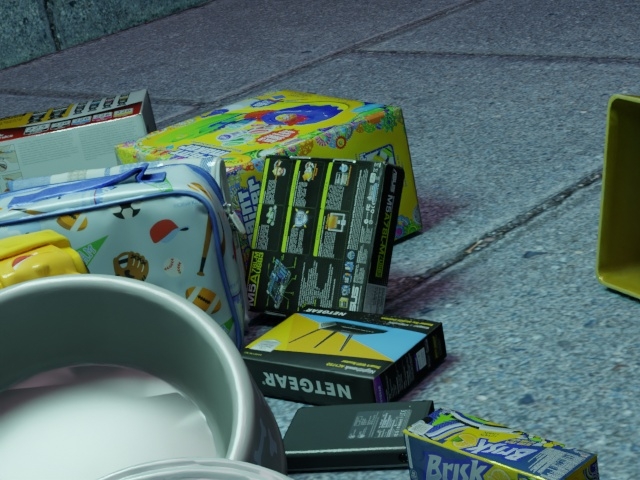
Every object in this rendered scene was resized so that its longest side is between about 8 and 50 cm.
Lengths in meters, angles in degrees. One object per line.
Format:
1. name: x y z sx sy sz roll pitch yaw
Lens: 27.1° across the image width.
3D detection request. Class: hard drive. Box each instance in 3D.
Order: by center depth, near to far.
1. hard drive: 0.033 0.181 1.235 0.135 0.022 0.094 -5 20 16

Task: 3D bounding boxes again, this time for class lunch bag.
1. lunch bag: -0.227 0.038 1.439 0.303 0.243 0.115 -11 20 3

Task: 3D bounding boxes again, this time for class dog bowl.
1. dog bowl: -0.202 0.171 1.062 0.349 0.102 0.348 -1 47 1

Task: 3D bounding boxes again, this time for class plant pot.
1. plant pot: 0.438 -0.040 1.402 0.187 0.212 0.212 -5 15 -27

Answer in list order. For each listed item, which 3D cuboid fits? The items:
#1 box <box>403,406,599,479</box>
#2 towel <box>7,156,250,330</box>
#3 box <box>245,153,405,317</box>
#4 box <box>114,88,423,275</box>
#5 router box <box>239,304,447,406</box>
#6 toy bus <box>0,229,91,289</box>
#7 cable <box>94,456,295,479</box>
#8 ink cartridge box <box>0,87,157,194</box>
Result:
1. box: 0.148 0.191 1.093 0.054 0.059 0.169 -24 24 -36
2. towel: -0.226 0.015 1.559 0.285 0.209 0.034 -5 10 18
3. box: 0.000 0.000 1.520 0.184 0.190 0.045 5 -5 42
4. box: -0.071 -0.070 1.763 0.279 0.177 0.290 -24 23 -31
5. router box: 0.021 0.120 1.375 0.179 0.046 0.133 4 25 36
6. toy bus: -0.245 0.121 1.273 0.149 0.220 0.211 -21 28 -40
7. cable: -0.082 0.255 0.856 0.257 0.089 0.257 32 54 28
8. ink cartridge box: -0.437 -0.159 2.270 0.310 0.130 0.272 -11 18 -1
